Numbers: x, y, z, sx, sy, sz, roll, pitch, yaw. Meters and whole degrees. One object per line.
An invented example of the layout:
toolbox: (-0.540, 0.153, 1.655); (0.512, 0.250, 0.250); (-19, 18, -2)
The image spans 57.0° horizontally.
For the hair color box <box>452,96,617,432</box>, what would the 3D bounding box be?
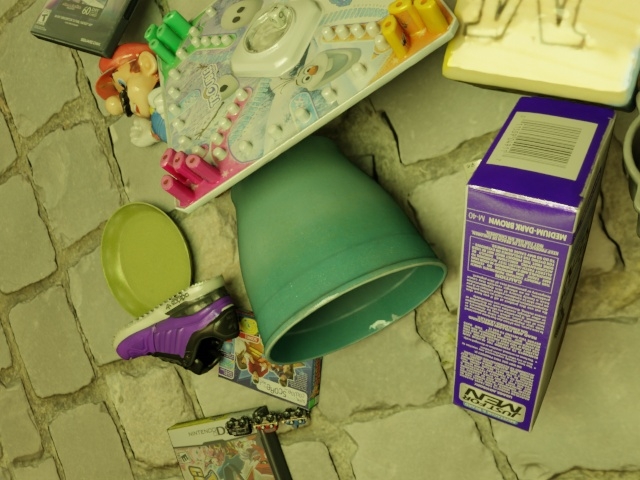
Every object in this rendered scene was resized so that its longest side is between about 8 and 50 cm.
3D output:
hair color box: (0.233, 0.036, 0.667); (0.110, 0.185, 0.338); (17, 136, 25)

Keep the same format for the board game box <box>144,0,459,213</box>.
board game box: (-0.068, -0.275, 0.774); (0.390, 0.050, 0.389); (-31, 49, 15)

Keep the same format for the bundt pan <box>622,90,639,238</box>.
bundt pan: (0.463, -0.054, 0.570); (0.331, 0.124, 0.330); (-6, 65, 14)

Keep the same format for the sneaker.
sneaker: (-0.258, 0.185, 1.065); (0.293, 0.102, 0.146); (-31, 86, 31)

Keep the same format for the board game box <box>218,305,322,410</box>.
board game box: (-0.092, 0.206, 1.051); (0.201, 0.035, 0.136); (13, 105, 28)

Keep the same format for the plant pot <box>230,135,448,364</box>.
plant pot: (0.000, 0.000, 0.843); (0.272, 0.272, 0.255); (-40, 65, 29)

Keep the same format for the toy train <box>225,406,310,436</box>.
toy train: (-0.092, 0.324, 1.048); (0.158, 0.027, 0.036); (-13, 93, 10)

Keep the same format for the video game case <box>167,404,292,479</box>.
video game case: (-0.162, 0.471, 1.139); (0.248, 0.035, 0.274); (-20, 88, 31)

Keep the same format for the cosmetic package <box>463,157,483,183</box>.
cosmetic package: (0.234, -0.056, 0.801); (0.041, 0.060, 0.115); (-13, 91, 33)

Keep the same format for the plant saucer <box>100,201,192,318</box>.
plant saucer: (-0.337, 0.042, 1.163); (0.241, 0.037, 0.240); (5, 101, 29)

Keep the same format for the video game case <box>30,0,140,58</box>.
video game case: (-0.382, -0.462, 1.039); (0.196, 0.026, 0.274); (22, 84, 26)

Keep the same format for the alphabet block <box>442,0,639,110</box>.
alphabet block: (0.275, -0.258, 0.667); (0.197, 0.192, 0.193); (17, 105, 25)

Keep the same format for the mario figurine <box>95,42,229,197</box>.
mario figurine: (-0.281, -0.203, 1.012); (0.320, 0.170, 0.198); (44, 119, 14)
